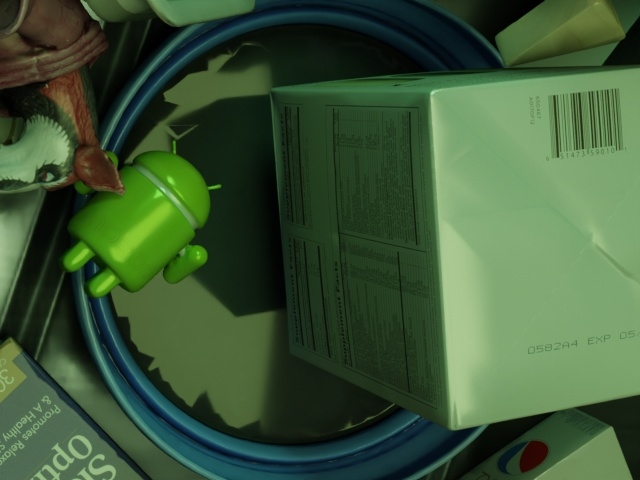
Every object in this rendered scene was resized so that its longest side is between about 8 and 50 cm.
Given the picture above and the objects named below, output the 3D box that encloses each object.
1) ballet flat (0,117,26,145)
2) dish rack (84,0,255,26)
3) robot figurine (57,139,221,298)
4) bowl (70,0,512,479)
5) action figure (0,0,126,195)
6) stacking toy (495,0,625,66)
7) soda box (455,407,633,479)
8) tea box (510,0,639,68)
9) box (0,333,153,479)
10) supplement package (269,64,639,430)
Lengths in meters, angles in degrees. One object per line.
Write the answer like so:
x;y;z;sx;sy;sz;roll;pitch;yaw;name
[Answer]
-0.236;-0.060;1.002;0.070;0.070;0.188;21;91;-27;ballet flat
-0.142;-0.285;0.885;0.072;0.285;0.333;-17;98;12;dish rack
-0.121;-0.012;0.970;0.101;0.067;0.115;46;78;-8;robot figurine
0.000;0.000;1.100;0.391;0.077;0.391;-3;97;-22;bowl
-0.244;-0.170;0.907;0.370;0.248;0.276;46;54;-14;action figure
0.243;-0.233;0.872;0.308;0.279;0.130;-11;75;-20;stacking toy
0.162;0.234;1.251;0.216;0.069;0.074;-31;112;-16;soda box
0.387;-0.147;1.107;0.329;0.323;0.220;-52;138;-7;tea box
-0.199;0.195;1.062;0.136;0.036;0.225;-45;103;-11;box
0.107;-0.012;0.958;0.199;0.262;0.198;-8;98;-21;supplement package
